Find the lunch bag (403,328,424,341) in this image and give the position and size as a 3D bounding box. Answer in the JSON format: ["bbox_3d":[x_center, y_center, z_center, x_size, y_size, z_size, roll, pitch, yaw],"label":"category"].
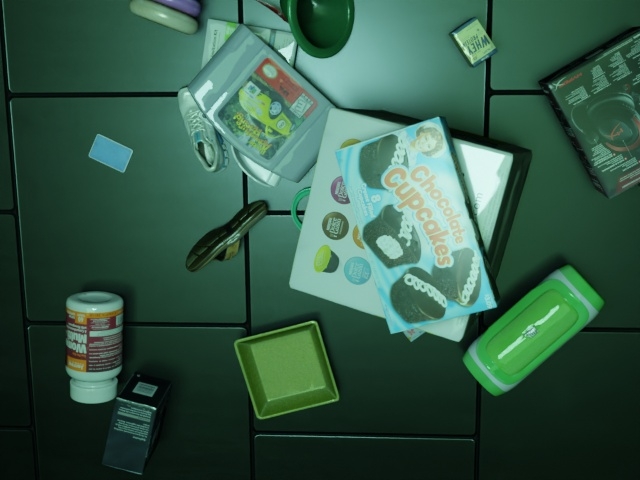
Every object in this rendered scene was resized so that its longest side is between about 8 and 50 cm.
[{"bbox_3d":[0.205,0.161,1.919,0.083,0.053,0.071,-39,95,20],"label":"lunch bag"}]

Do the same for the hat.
[{"bbox_3d":[-0.061,-0.470,1.815,0.173,0.183,0.208,-50,130,-23],"label":"hat"}]

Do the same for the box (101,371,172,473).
[{"bbox_3d":[-0.394,0.392,1.956,0.093,0.156,0.158,15,103,0],"label":"box"}]

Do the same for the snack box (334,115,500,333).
[{"bbox_3d":[0.161,-0.024,1.495,0.187,0.060,0.322,-17,92,20],"label":"snack box"}]

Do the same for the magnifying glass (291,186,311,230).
[{"bbox_3d":[0.000,0.000,1.913,0.092,0.026,0.231,-13,101,6],"label":"magnifying glass"}]

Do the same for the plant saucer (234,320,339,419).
[{"bbox_3d":[-0.071,0.276,1.965,0.188,0.045,0.188,-15,100,6],"label":"plant saucer"}]

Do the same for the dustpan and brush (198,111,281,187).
[{"bbox_3d":[-0.152,-0.212,1.853,0.211,0.060,0.147,28,102,-6],"label":"dustpan and brush"}]

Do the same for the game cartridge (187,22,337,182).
[{"bbox_3d":[-0.108,-0.260,1.802,0.294,0.060,0.196,40,97,-14],"label":"game cartridge"}]

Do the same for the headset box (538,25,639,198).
[{"bbox_3d":[0.598,-0.238,1.777,0.218,0.110,0.293,-30,98,10],"label":"headset box"}]

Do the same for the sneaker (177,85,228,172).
[{"bbox_3d":[-0.243,-0.226,1.854,0.071,0.083,0.190,-22,98,10],"label":"sneaker"}]

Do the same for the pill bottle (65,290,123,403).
[{"bbox_3d":[-0.486,0.229,1.946,0.121,0.121,0.221,5,102,3],"label":"pill bottle"}]

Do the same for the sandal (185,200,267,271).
[{"bbox_3d":[-0.192,0.001,1.908,0.219,0.090,0.060,-39,119,4],"label":"sandal"}]

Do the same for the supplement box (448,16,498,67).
[{"bbox_3d":[0.299,-0.389,1.780,0.056,0.083,0.083,-34,98,10],"label":"supplement box"}]

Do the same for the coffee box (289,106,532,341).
[{"bbox_3d":[0.177,-0.049,1.700,0.334,0.338,0.337,17,103,16],"label":"coffee box"}]

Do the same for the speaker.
[{"bbox_3d":[0.438,0.186,1.870,0.296,0.131,0.131,-44,96,11],"label":"speaker"}]

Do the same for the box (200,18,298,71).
[{"bbox_3d":[-0.145,-0.363,1.840,0.186,0.038,0.145,11,102,3],"label":"box"}]

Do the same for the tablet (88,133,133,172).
[{"bbox_3d":[-0.443,-0.184,1.914,0.083,0.006,0.054,25,102,-2],"label":"tablet"}]

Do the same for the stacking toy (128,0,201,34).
[{"bbox_3d":[-0.257,-0.578,1.760,0.141,0.141,0.330,21,99,0],"label":"stacking toy"}]
